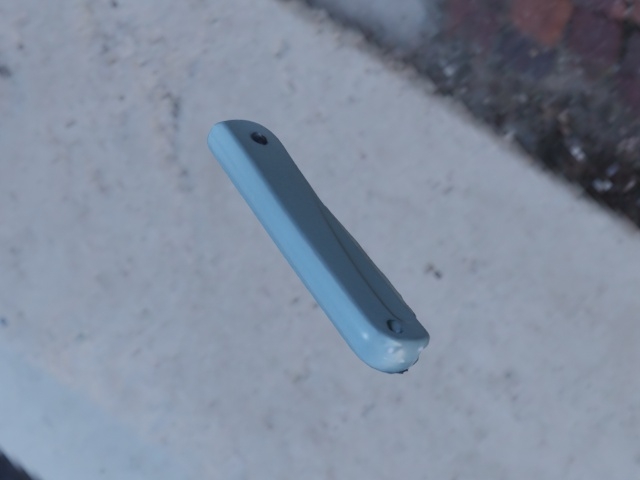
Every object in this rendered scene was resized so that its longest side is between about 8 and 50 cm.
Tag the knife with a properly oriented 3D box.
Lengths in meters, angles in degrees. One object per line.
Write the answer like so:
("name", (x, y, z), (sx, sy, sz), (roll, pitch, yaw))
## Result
("knife", (0.000, 0.000, 0.909), (0.162, 0.044, 0.023), (54, 131, 33))
